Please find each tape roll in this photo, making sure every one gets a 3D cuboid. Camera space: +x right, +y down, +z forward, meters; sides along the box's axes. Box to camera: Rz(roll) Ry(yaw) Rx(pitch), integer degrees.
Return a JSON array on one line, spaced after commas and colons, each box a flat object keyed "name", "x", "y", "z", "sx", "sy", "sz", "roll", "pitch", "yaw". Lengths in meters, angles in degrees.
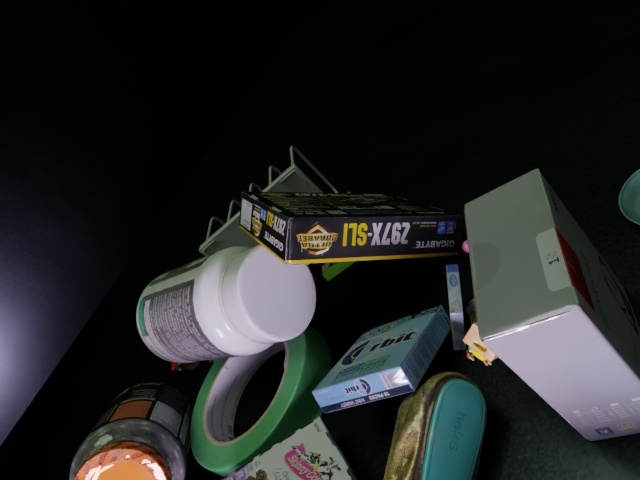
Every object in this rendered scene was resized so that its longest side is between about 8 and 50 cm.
[{"name": "tape roll", "x": -0.120, "y": 0.292, "z": 0.947, "sx": 0.321, "sy": 0.077, "sz": 0.321, "roll": -36, "pitch": 31, "yaw": 25}]

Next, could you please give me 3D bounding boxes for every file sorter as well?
[{"name": "file sorter", "x": -0.100, "y": -0.044, "z": 1.105, "sx": 0.278, "sy": 0.193, "sz": 0.173, "roll": -39, "pitch": 27, "yaw": 15}]

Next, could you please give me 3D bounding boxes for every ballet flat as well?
[{"name": "ballet flat", "x": 0.109, "y": 0.323, "z": 0.561, "sx": 0.123, "sy": 0.123, "sz": 0.348, "roll": -14, "pitch": 45, "yaw": 48}]

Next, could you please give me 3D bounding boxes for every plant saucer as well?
[{"name": "plant saucer", "x": 0.446, "y": -0.060, "z": 0.616, "sx": 0.119, "sy": 0.021, "sz": 0.119, "roll": -35, "pitch": 32, "yaw": 26}]

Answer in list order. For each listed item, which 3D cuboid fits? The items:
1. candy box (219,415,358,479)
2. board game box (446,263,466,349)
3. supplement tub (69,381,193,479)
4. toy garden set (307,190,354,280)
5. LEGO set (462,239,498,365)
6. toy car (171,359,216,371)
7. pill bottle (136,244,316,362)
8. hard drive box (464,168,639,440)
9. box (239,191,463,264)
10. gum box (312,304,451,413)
[{"name": "candy box", "x": -0.043, "y": 0.367, "z": 0.679, "sx": 0.196, "sy": 0.070, "sz": 0.165, "roll": -29, "pitch": 25, "yaw": -11}, {"name": "board game box", "x": 0.198, "y": 0.098, "z": 0.712, "sx": 0.020, "sy": 0.090, "sz": 0.090, "roll": -5, "pitch": 45, "yaw": 15}, {"name": "supplement tub", "x": -0.347, "y": 0.403, "z": 0.925, "sx": 0.193, "sy": 0.194, "sz": 0.316, "roll": -53, "pitch": 8, "yaw": -6}, {"name": "toy garden set", "x": 0.000, "y": 0.000, "z": 1.157, "sx": 0.204, "sy": 0.049, "sz": 0.244, "roll": -37, "pitch": 30, "yaw": 22}, {"name": "LEGO set", "x": 0.218, "y": 0.101, "z": 0.633, "sx": 0.107, "sy": 0.132, "sz": 0.287, "roll": -39, "pitch": 7, "yaw": 31}, {"name": "toy car", "x": -0.267, "y": 0.262, "z": 1.220, "sx": 0.239, "sy": 0.053, "sz": 0.225, "roll": -55, "pitch": 29, "yaw": -9}, {"name": "pill bottle", "x": -0.191, "y": 0.127, "z": 0.951, "sx": 0.361, "sy": 0.204, "sz": 0.204, "roll": -19, "pitch": 41, "yaw": 44}, {"name": "hard drive box", "x": 0.254, "y": 0.072, "z": 0.509, "sx": 0.089, "sy": 0.232, "sz": 0.181, "roll": -30, "pitch": 35, "yaw": 34}, {"name": "box", "x": 0.046, "y": -0.033, "z": 0.871, "sx": 0.257, "sy": 0.322, "sz": 0.079, "roll": -154, "pitch": 65, "yaw": -62}, {"name": "gum box", "x": 0.096, "y": 0.172, "z": 0.724, "sx": 0.157, "sy": 0.041, "sz": 0.184, "roll": -28, "pitch": 2, "yaw": 36}]
